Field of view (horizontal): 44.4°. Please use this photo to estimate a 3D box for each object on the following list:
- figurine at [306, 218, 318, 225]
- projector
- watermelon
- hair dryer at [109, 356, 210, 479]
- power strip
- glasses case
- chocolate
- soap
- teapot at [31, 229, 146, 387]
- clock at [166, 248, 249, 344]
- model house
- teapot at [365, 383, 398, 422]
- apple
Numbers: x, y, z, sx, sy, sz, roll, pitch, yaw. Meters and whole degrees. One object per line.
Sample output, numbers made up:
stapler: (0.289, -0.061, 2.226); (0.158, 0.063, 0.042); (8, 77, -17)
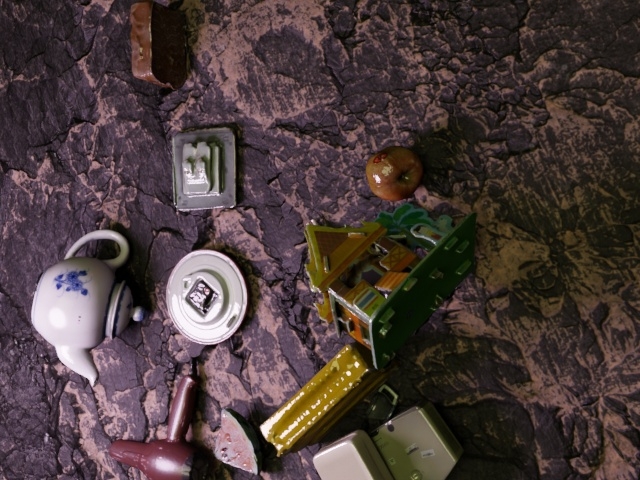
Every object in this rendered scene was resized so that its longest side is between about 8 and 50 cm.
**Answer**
figurine: (0.000, 0.000, 1.870); (0.064, 0.047, 0.109); (-36, 66, 28)
projector: (0.187, 0.495, 1.749); (0.269, 0.088, 0.194); (-40, 79, 26)
watermelon: (-0.211, 0.504, 1.960); (0.139, 0.071, 0.187); (-28, 87, 30)
hair dryer: (-0.399, 0.459, 2.045); (0.312, 0.123, 0.341); (8, 83, 36)
power strip: (-0.306, -0.183, 2.003); (0.198, 0.064, 0.213); (-4, 89, 27)
glasses case: (0.113, 0.578, 1.713); (0.131, 0.070, 0.313); (-34, 83, 32)
chocolate: (-0.420, -0.496, 2.014); (0.093, 0.148, 0.214); (1, 88, 31)
soap: (0.024, 0.354, 1.778); (0.315, 0.199, 0.091); (-46, 67, 20)
teapot: (-0.598, 0.170, 2.059); (0.280, 0.252, 0.424); (10, 69, -8)
clock: (-0.289, 0.143, 2.000); (0.244, 0.056, 0.244); (0, 89, 26)
model house: (0.122, 0.026, 1.659); (0.312, 0.242, 0.357); (37, 70, 26)
teapot: (0.144, 0.377, 1.798); (0.057, 0.066, 0.088); (27, 78, 3)
apple: (0.166, -0.151, 1.755); (0.102, 0.126, 0.126); (35, 107, 56)
